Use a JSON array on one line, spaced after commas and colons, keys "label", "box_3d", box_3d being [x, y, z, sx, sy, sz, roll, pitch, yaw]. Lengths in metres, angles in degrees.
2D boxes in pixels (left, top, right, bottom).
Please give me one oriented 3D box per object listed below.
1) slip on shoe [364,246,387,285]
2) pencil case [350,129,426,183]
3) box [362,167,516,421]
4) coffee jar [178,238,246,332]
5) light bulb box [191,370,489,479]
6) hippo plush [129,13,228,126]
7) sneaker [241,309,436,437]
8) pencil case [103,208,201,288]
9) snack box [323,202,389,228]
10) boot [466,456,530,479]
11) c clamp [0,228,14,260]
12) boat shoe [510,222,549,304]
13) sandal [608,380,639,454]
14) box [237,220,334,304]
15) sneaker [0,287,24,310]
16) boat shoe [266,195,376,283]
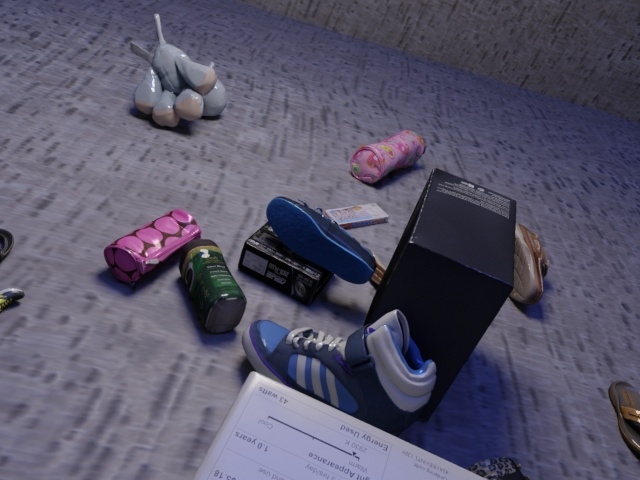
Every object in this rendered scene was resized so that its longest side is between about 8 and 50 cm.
[{"label": "slip on shoe", "box_3d": [0.128, 0.066, 1.392, 0.041, 0.051, 0.135, 44, 1, -45]}, {"label": "pencil case", "box_3d": [0.212, -0.260, 1.833, 0.124, 0.124, 0.284, 35, 36, 22]}, {"label": "box", "box_3d": [0.207, 0.094, 1.116, 0.179, 0.343, 0.312, 24, 34, 6]}, {"label": "coffee jar", "box_3d": [-0.211, 0.082, 1.143, 0.079, 0.096, 0.184, -2, 39, -33]}, {"label": "light bulb box", "box_3d": [-0.006, 0.398, 0.623, 0.358, 0.225, 0.361, 24, 46, 6]}, {"label": "hippo plush", "box_3d": [-0.409, -0.446, 1.754, 0.294, 0.234, 0.236, 46, 8, 12]}, {"label": "sneaker", "box_3d": [0.039, 0.177, 0.984, 0.323, 0.236, 0.130, 40, 21, 21]}, {"label": "pencil case", "box_3d": [-0.327, 0.008, 1.197, 0.098, 0.095, 0.209, -4, 24, 31]}, {"label": "snack box", "box_3d": [0.097, -0.065, 1.576, 0.178, 0.022, 0.064, -10, 44, -37]}, {"label": "boot", "box_3d": [0.359, 0.430, 0.946, 0.237, 0.085, 0.178, 4, 34, -22]}, {"label": "c clamp", "box_3d": [-0.645, 0.019, 1.086, 0.161, 0.022, 0.137, -7, 37, -32]}, {"label": "boat shoe", "box_3d": [0.541, 0.052, 1.550, 0.117, 0.123, 0.324, 18, 35, -5]}, {"label": "sandal", "box_3d": [0.658, 0.362, 1.214, 0.090, 0.060, 0.219, 18, 33, -3]}, {"label": "box", "box_3d": [-0.063, 0.039, 1.296, 0.180, 0.077, 0.147, 26, 34, 10]}, {"label": "sneaker", "box_3d": [-0.543, 0.107, 1.005, 0.083, 0.031, 0.035, -15, 60, -35]}, {"label": "boat shoe", "box_3d": [0.000, 0.000, 1.244, 0.258, 0.109, 0.089, 41, 28, 2]}]
